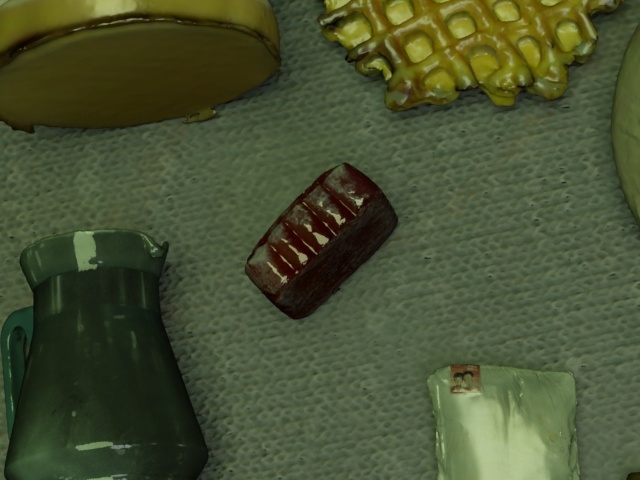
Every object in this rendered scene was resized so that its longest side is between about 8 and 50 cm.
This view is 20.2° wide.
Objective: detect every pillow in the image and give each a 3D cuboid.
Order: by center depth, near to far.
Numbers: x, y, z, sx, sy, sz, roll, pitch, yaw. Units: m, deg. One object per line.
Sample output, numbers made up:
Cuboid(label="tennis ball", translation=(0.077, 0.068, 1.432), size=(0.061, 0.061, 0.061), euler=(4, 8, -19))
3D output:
Cuboid(label="pillow", translation=(0.157, 0.219, 1.520), size=(0.128, 0.051, 0.229), euler=(-2, 80, 1))

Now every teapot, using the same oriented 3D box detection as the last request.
Cuboid(label="teapot", translation=(-0.200, 0.117, 1.551), size=(0.203, 0.171, 0.225), euler=(-20, 67, 36))

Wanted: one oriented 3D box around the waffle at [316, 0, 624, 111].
Cuboid(label="waffle", translation=(0.135, -0.268, 1.607), size=(0.329, 0.062, 0.329), euler=(-2, 78, 9))

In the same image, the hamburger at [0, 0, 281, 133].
Cuboid(label="hamburger", translation=(-0.186, -0.211, 1.567), size=(0.303, 0.261, 0.186), euler=(-28, 65, 45))

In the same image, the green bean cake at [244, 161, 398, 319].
Cuboid(label="green bean cake", translation=(0.000, 0.000, 1.542), size=(0.136, 0.135, 0.056), euler=(-45, 72, -2))

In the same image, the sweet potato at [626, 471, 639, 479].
Cuboid(label="sweet potato", translation=(0.343, 0.299, 1.468), size=(0.273, 0.075, 0.075), euler=(43, 88, 17))

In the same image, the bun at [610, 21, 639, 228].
Cuboid(label="bun", translation=(0.416, -0.092, 1.454), size=(0.361, 0.213, 0.361), euler=(-2, 81, 11))
